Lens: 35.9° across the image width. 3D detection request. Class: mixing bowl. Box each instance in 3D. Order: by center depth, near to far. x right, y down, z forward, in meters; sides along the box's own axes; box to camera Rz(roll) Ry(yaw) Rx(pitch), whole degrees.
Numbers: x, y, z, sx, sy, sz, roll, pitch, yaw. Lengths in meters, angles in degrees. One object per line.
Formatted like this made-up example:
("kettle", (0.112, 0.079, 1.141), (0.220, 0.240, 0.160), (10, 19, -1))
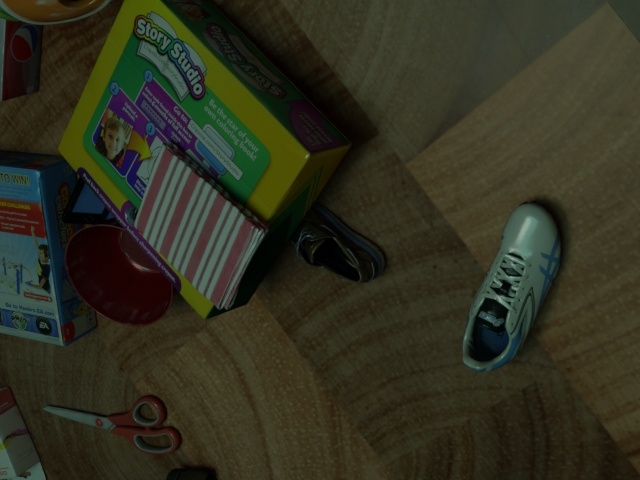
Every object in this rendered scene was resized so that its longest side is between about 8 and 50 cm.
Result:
("mixing bowl", (-0.287, 0.031, 1.511), (0.181, 0.098, 0.181), (10, 123, 16))

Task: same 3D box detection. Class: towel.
("towel", (-0.163, -0.020, 1.301), (0.197, 0.029, 0.144), (41, 122, 23))

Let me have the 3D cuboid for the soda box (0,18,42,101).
("soda box", (-0.480, -0.352, 1.497), (0.092, 0.083, 0.263), (23, 119, 21))

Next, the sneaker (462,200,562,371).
("sneaker", (0.239, 0.065, 1.241), (0.085, 0.086, 0.237), (24, 117, 22))

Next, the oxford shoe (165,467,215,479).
("oxford shoe", (-0.183, 0.488, 1.646), (0.096, 0.083, 0.227), (-11, 103, 28))

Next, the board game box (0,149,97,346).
("board game box", (-0.537, 0.003, 1.663), (0.308, 0.086, 0.302), (8, 112, 27))

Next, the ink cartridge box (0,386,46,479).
("ink cartridge box", (-0.608, 0.385, 1.858), (0.115, 0.067, 0.198), (-15, 101, 33))

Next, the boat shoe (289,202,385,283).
("boat shoe", (0.000, 0.000, 1.363), (0.183, 0.066, 0.066), (27, 120, 19))

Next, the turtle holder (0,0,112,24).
("turtle holder", (-0.339, -0.439, 1.317), (0.227, 0.320, 0.243), (11, 145, 27))

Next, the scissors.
("scissors", (-0.370, 0.329, 1.728), (0.297, 0.021, 0.109), (-10, 105, 31))

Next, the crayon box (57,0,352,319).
("crayon box", (-0.174, -0.130, 1.364), (0.363, 0.106, 0.313), (47, 124, 18))

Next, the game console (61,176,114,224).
("game console", (-0.328, -0.050, 1.534), (0.122, 0.107, 0.071), (-56, 49, 32))
